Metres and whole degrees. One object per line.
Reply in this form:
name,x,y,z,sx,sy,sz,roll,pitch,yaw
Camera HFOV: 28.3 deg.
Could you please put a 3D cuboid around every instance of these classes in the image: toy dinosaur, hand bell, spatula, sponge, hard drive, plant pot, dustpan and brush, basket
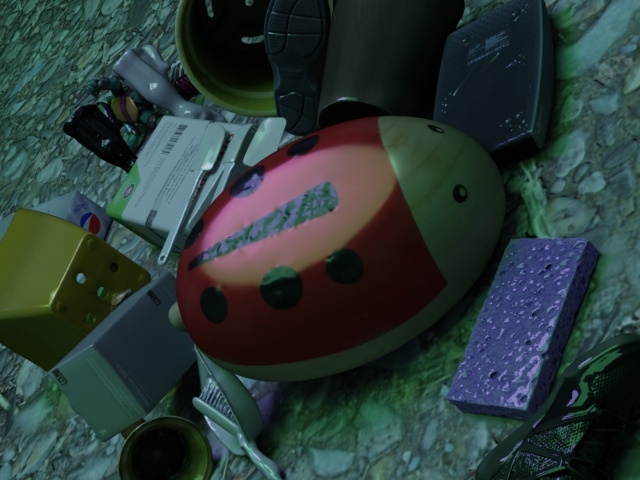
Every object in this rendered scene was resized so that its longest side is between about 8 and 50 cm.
toy dinosaur,-0.298,0.168,1.929,0.064,0.112,0.211,10,107,32
hand bell,-0.241,0.279,1.757,0.126,0.126,0.242,-57,19,-7
spatula,-0.144,-0.070,1.825,0.168,0.019,0.242,3,64,37
sponge,0.222,0.093,1.390,0.117,0.031,0.210,-2,57,51
hard drive,0.227,-0.196,1.639,0.172,0.054,0.254,-24,42,37
plant pot,-0.104,-0.365,2.064,0.276,0.276,0.254,-47,21,10
dustpan and brush,-0.104,0.237,1.610,0.211,0.147,0.060,33,55,29
basket,0.085,-0.244,1.770,0.204,0.154,0.226,-6,54,33
plant pot,-0.397,0.083,2.015,0.187,0.212,0.212,-4,56,47

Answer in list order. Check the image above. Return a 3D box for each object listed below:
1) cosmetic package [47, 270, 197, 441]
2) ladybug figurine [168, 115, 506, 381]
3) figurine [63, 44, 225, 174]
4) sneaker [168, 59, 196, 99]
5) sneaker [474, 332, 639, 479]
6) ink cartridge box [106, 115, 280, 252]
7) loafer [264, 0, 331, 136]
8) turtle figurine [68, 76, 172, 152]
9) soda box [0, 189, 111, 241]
cosmetic package,-0.255,0.157,1.758,0.107,0.127,0.238,-33,11,27
ladybug figurine,0.000,0.000,1.530,0.449,0.162,0.305,-29,59,13
figurine,-0.298,-0.199,2.196,0.215,0.209,0.092,-48,-4,7
sneaker,-0.227,-0.299,2.303,0.170,0.063,0.074,-37,35,22
sneaker,0.253,0.198,1.202,0.227,0.087,0.130,-48,34,12
ink cartridge box,-0.193,-0.082,2.000,0.273,0.115,0.198,15,71,54
loafer,-0.029,-0.287,1.898,0.096,0.267,0.084,10,37,10
turtle figurine,-0.359,-0.241,2.345,0.234,0.175,0.118,0,40,42
soda box,-0.511,-0.004,2.351,0.286,0.091,0.098,-16,48,44
